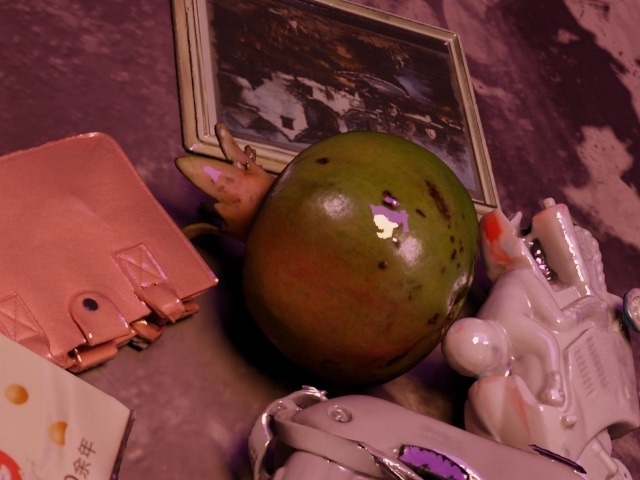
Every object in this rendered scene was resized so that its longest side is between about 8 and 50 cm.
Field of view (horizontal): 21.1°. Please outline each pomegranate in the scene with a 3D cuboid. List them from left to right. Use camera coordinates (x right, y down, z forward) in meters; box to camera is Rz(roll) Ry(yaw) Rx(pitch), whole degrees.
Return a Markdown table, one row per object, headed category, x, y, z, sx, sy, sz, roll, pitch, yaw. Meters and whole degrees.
| category | x | y | z | sx | sy | sz | roll | pitch | yaw |
| --- | --- | --- | --- | --- | --- | --- | --- | --- | --- |
| pomegranate | 0.000 | 0.000 | 1.207 | 0.224 | 0.181 | 0.181 | 23 | 38 | 19 |

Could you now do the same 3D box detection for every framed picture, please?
| category | x | y | z | sx | sy | sz | roll | pitch | yaw |
| --- | --- | --- | --- | --- | --- | --- | --- | --- | --- |
| framed picture | 0.015 | -0.132 | 1.436 | 0.296 | 0.019 | 0.232 | 12 | 48 | -26 |

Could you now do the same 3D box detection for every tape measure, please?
| category | x | y | z | sx | sy | sz | roll | pitch | yaw |
| --- | --- | --- | --- | --- | --- | --- | --- | --- | --- |
| tape measure | 0.055 | 0.201 | 1.096 | 0.236 | 0.120 | 0.197 | 22 | 46 | -11 |

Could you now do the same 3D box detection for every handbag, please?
| category | x | y | z | sx | sy | sz | roll | pitch | yaw |
| --- | --- | --- | --- | --- | --- | --- | --- | --- | --- |
| handbag | -0.184 | 0.017 | 1.135 | 0.212 | 0.059 | 0.157 | -23 | 68 | -45 |

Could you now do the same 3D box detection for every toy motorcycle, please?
| category | x | y | z | sx | sy | sz | roll | pitch | yaw |
| --- | --- | --- | --- | --- | --- | --- | --- | --- | --- |
| toy motorcycle | 0.161 | 0.088 | 1.266 | 0.171 | 0.110 | 0.260 | 15 | 58 | -34 |

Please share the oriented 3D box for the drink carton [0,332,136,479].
| category | x | y | z | sx | sy | sz | roll | pitch | yaw |
| --- | --- | --- | --- | --- | --- | --- | --- | --- | --- |
| drink carton | -0.279 | 0.110 | 0.895 | 0.324 | 0.132 | 0.194 | 34 | 44 | -21 |
